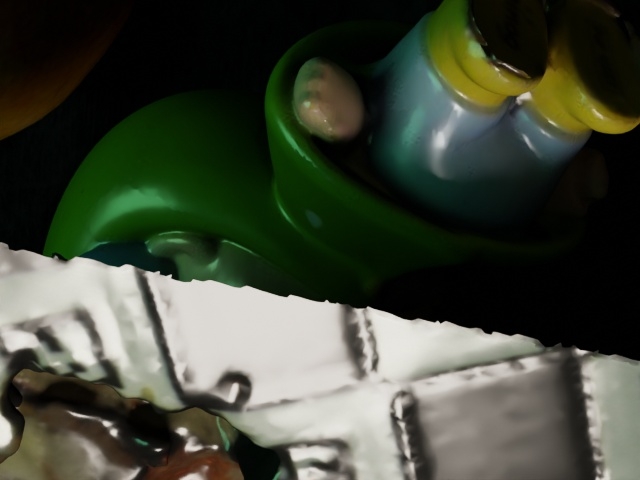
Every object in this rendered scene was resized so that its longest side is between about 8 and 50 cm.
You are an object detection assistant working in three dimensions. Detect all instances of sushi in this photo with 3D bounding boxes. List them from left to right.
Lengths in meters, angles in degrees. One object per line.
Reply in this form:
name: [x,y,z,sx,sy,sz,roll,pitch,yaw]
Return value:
sushi: [-0.018,0.127,0.495,0.059,0.292,0.294,-97,21,-61]

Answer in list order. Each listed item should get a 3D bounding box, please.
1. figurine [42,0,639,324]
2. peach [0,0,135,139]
figurine: [0.000,0.000,0.527,0.263,0.162,0.143,-41,52,42]
peach: [-0.203,-0.156,0.765,0.231,0.231,0.231,12,105,57]
